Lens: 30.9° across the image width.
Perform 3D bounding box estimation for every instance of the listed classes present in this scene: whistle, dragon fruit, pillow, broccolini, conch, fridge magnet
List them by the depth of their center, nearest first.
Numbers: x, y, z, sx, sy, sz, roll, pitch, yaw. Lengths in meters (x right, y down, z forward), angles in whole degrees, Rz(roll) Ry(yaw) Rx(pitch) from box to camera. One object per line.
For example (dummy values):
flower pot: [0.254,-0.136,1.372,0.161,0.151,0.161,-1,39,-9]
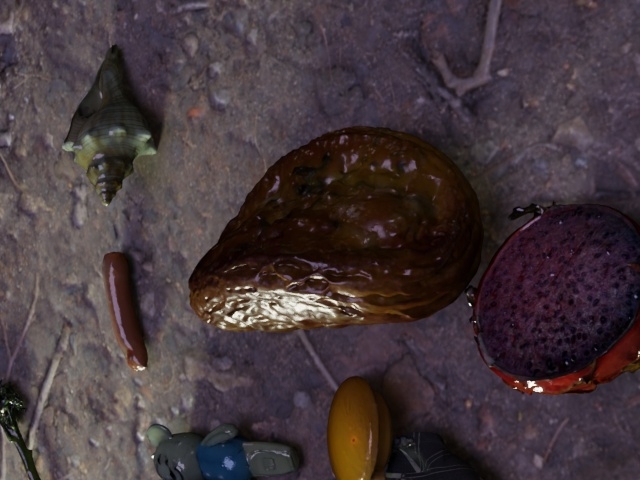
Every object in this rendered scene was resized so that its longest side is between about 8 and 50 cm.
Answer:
dragon fruit: [0.285,0.083,1.252,0.224,0.148,0.218,16,73,52]
pillow: [0.153,0.390,1.372,0.161,0.093,0.335,-14,85,42]
fridge magnet: [0.046,0.238,1.428,0.143,0.063,0.143,-174,90,-72]
whistle: [-0.136,0.299,1.570,0.236,0.077,0.114,-6,109,30]
conch: [-0.297,-0.145,1.637,0.137,0.114,0.234,-36,38,19]
broccolini: [-0.452,0.329,1.811,0.058,0.071,0.254,-31,80,-12]

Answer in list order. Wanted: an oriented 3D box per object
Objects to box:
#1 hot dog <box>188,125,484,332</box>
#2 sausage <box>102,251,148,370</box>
hot dog: [0.000,0.000,1.361,0.388,0.267,0.174,-7,128,42]
sausage: [-0.281,0.102,1.670,0.047,0.040,0.176,-15,85,27]
